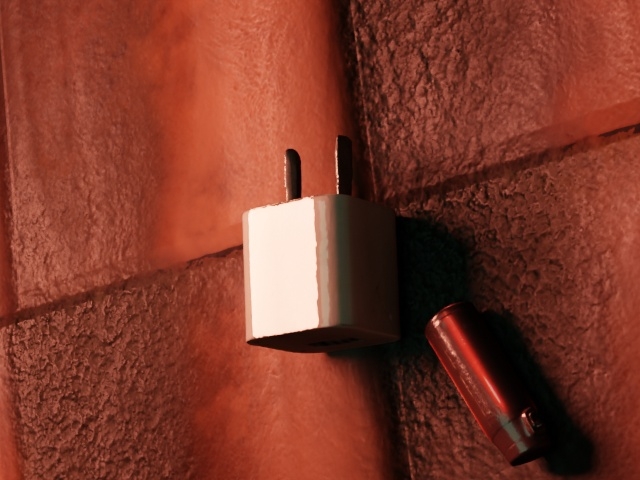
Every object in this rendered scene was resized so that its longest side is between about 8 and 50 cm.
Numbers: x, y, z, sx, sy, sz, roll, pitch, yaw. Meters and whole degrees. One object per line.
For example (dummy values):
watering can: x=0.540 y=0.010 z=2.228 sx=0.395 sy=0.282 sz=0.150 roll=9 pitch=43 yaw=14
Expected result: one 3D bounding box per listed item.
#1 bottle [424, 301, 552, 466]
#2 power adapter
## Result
bottle: x=0.160 y=0.136 z=1.830 sx=0.060 sy=0.060 sz=0.164 roll=-43 pitch=61 yaw=23
power adapter: x=0.000 y=0.000 z=1.928 sx=0.130 sy=0.125 sz=0.205 roll=-10 pitch=75 yaw=35
